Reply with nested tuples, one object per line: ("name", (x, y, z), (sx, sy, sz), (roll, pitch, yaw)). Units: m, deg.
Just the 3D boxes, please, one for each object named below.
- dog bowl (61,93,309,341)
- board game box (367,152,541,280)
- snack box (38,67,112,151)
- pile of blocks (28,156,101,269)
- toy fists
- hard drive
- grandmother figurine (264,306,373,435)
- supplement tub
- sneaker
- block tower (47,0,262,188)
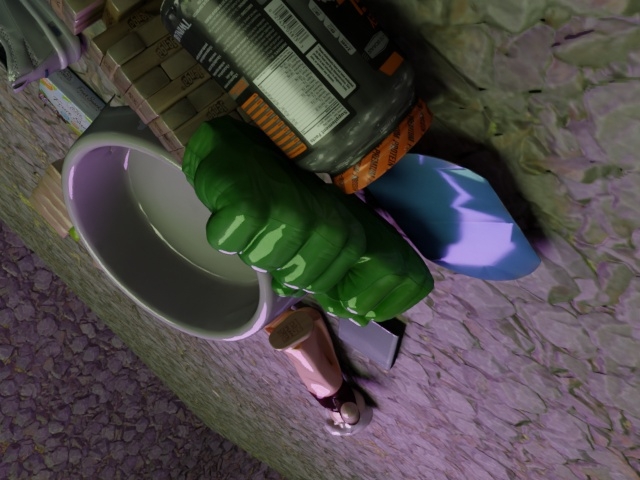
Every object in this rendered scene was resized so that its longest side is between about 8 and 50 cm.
("dog bowl", (-0.165, -0.019, 0.816), (0.349, 0.102, 0.348), (20, 137, 20))
("board game box", (0.120, -0.028, 0.584), (0.133, 0.033, 0.168), (2, 142, 51))
("snack box", (-0.351, -0.188, 0.988), (0.141, 0.037, 0.100), (45, 155, -11))
("pile of blocks", (-0.278, -0.018, 1.054), (0.362, 0.112, 0.148), (29, 128, 10))
("toy fists", (0.000, 0.000, 0.588), (0.279, 0.096, 0.142), (30, -169, -50))
("hard drive", (0.069, 0.128, 0.937), (0.094, 0.022, 0.135), (33, 155, 18))
("grandmother figurine", (0.008, 0.233, 1.130), (0.207, 0.104, 0.342), (56, 177, 46))
("supplement tub", (-0.012, -0.132, 0.490), (0.190, 0.117, 0.117), (46, 156, -13))
("sneaker", (-0.433, -0.303, 0.812), (0.281, 0.115, 0.105), (42, 156, -4))
("block tower", (-0.170, -0.200, 0.592), (0.335, 0.097, 0.091), (54, 166, -16))
